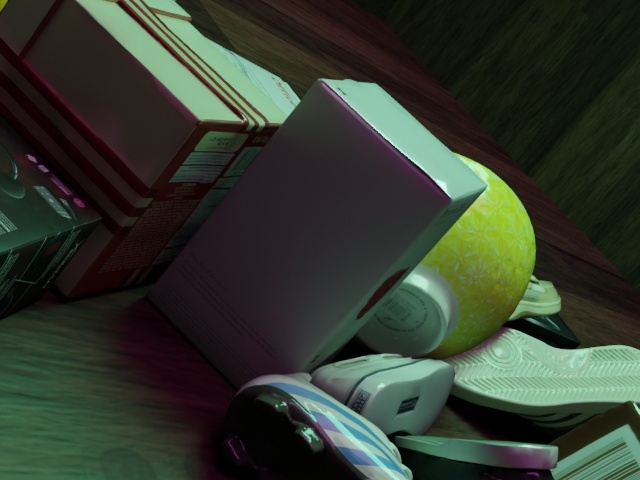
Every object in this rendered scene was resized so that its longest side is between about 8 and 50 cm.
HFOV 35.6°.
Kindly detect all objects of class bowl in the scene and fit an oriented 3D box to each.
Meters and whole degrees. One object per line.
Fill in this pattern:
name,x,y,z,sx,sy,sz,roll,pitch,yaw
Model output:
bowl,0.105,0.048,1.190,0.289,0.289,0.156,37,36,-9

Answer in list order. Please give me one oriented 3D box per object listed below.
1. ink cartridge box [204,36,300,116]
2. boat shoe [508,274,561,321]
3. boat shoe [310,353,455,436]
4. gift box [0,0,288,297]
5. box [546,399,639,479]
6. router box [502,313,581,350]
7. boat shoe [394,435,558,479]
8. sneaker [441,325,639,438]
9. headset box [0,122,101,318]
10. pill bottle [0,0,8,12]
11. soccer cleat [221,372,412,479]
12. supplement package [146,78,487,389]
ink cartridge box,-0.154,-0.180,1.395,0.307,0.129,0.223,21,26,-44
boat shoe,0.265,0.064,1.434,0.302,0.109,0.098,0,85,-55
boat shoe,0.069,0.168,1.109,0.088,0.096,0.268,26,12,26
gift box,-0.198,-0.133,0.998,0.258,0.276,0.255,43,14,13
box,0.356,0.358,0.977,0.381,0.143,0.191,50,13,-27
router box,0.272,0.083,1.691,0.309,0.081,0.243,24,25,-40
boat shoe,0.137,0.238,0.963,0.114,0.091,0.302,6,-11,-5
sneaker,0.297,0.216,1.410,0.350,0.148,0.131,11,52,-14
headset box,-0.332,-0.026,0.732,0.218,0.110,0.293,42,19,5
pill bottle,-0.377,-0.258,1.098,0.215,0.117,0.117,4,34,-23
soccer cleat,0.058,0.236,0.879,0.331,0.116,0.143,45,20,14
supplement package,0.000,0.000,1.027,0.175,0.293,0.177,44,20,11
